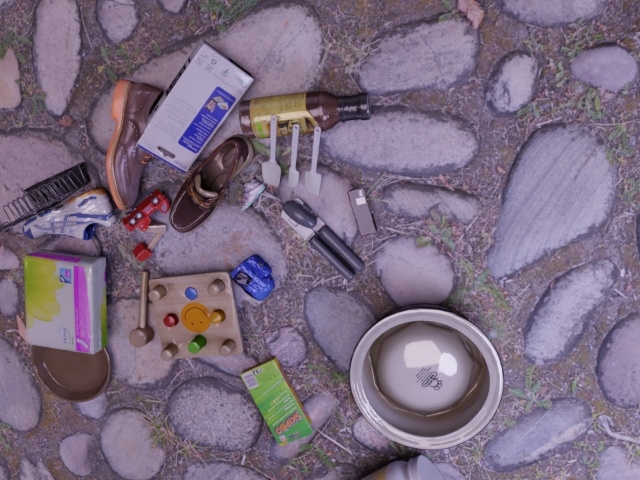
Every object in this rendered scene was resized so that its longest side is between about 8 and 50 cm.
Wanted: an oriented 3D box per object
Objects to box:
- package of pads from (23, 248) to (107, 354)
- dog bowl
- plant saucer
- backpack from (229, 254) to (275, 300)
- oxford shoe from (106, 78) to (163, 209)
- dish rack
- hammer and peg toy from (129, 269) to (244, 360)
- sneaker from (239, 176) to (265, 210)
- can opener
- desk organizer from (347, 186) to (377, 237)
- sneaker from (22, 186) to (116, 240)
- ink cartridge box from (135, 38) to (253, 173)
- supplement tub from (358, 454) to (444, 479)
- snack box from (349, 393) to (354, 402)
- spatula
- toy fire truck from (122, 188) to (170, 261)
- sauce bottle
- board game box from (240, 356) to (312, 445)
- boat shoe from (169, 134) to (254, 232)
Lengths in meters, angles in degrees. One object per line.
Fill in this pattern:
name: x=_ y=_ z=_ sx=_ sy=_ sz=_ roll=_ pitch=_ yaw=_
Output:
package of pads: x=-0.763 y=0.182 z=1.789 sx=0.229 sy=0.101 sz=0.297 roll=7 pitch=105 yaw=9
dog bowl: x=0.287 y=0.356 z=1.654 sx=0.407 sy=0.150 sz=0.408 roll=2 pitch=102 yaw=9
plant saucer: x=-0.789 y=0.384 z=1.915 sx=0.277 sy=0.041 sz=0.278 roll=2 pitch=104 yaw=10
backpack: x=-0.184 y=0.107 z=1.711 sx=0.101 sy=0.098 sz=0.120 roll=-44 pitch=91 yaw=12
oxford shoe: x=-0.511 y=-0.257 z=1.678 sx=0.132 sy=0.130 sz=0.364 roll=8 pitch=106 yaw=0
dish rack: x=-0.788 y=-0.118 z=1.690 sx=0.208 sy=0.271 sz=0.074 roll=-22 pitch=110 yaw=15
hammer and peg toy: x=-0.416 y=0.221 z=1.763 sx=0.361 sy=0.127 sz=0.266 roll=-5 pitch=101 yaw=12
sneaker: x=-0.209 y=-0.136 z=1.695 sx=0.069 sy=0.038 sz=0.098 roll=43 pitch=97 yaw=1
can opener: x=0.000 y=0.000 z=1.654 sx=0.283 sy=0.095 sz=0.076 roll=45 pitch=107 yaw=-1
desk organizer: x=0.116 y=-0.080 z=1.638 sx=0.047 sy=0.050 sz=0.130 roll=-15 pitch=99 yaw=13
sneaker: x=-0.745 y=-0.046 z=1.775 sx=0.296 sy=0.112 sz=0.131 roll=-21 pitch=103 yaw=17
ink cartridge box: x=-0.343 y=-0.355 z=1.617 sx=0.165 sy=0.065 sz=0.333 roll=31 pitch=107 yaw=-32
supplement tub: x=0.196 y=0.785 z=1.720 sx=0.331 sy=0.241 sz=0.241 roll=-34 pitch=95 yaw=16
snack box: x=0.168 y=0.505 z=1.760 sx=0.178 sy=0.022 sz=0.064 roll=42 pitch=139 yaw=-1
spatula: x=-0.075 y=-0.221 z=1.594 sx=0.168 sy=0.019 sz=0.242 roll=18 pitch=141 yaw=10
toy fire truck: x=-0.497 y=-0.043 z=1.743 sx=0.192 sy=0.047 sz=0.135 roll=-42 pitch=131 yaw=-1
sauce bottle: x=-0.040 y=-0.336 z=1.578 sx=0.344 sy=0.111 sz=0.112 roll=-4 pitch=102 yaw=13
board game box: x=-0.129 y=0.491 z=1.820 sx=0.124 sy=0.039 sz=0.260 roll=-26 pitch=94 yaw=15
boat shoe: x=-0.320 y=-0.151 z=1.664 sx=0.123 sy=0.123 sz=0.342 roll=45 pitch=106 yaw=-1
